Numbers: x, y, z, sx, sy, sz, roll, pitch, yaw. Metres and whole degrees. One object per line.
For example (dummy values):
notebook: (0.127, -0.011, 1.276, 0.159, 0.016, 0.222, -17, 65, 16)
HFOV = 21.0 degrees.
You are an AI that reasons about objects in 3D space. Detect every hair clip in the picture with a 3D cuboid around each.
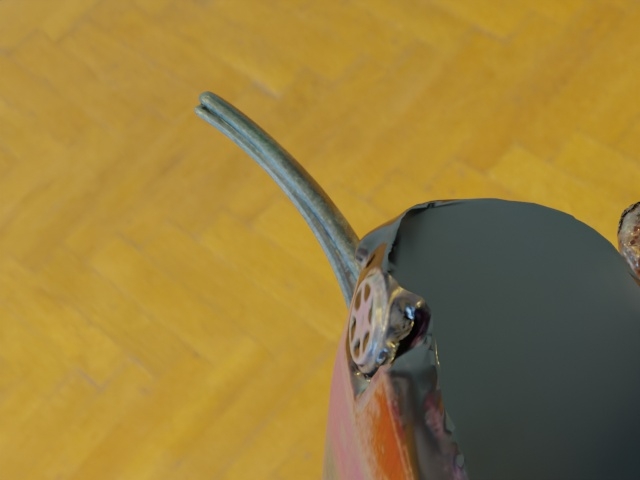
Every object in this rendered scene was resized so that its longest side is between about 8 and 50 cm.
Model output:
hair clip: (0.000, 0.000, 1.031, 0.070, 0.039, 0.229, -35, 80, 19)

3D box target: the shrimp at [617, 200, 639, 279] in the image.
shrimp: (0.234, 0.041, 0.893, 0.075, 0.190, 0.073, -35, 20, 55)

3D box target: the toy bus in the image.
toy bus: (0.077, 0.116, 0.648, 0.128, 0.147, 0.302, 7, 30, -15)
